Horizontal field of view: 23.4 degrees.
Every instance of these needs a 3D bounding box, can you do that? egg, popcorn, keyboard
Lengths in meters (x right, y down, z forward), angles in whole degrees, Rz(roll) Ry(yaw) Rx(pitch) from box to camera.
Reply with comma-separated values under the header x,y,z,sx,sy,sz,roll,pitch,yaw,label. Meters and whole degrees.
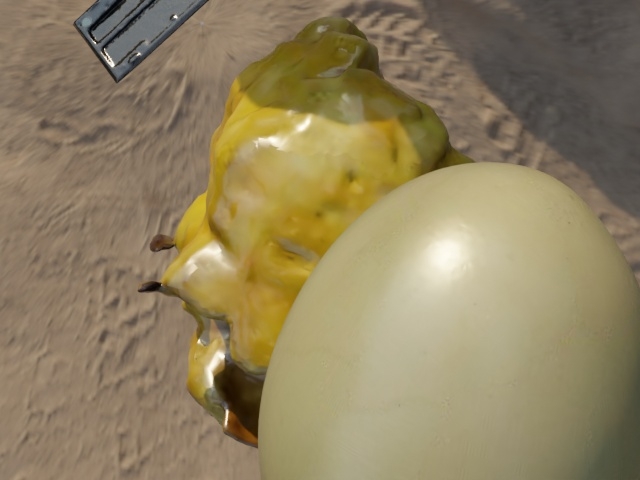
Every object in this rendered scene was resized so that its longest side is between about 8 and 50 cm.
x,y,z,sx,sy,sz,roll,pitch,yaw,label
0.064,0.080,0.728,0.186,0.186,0.241,4,114,-5,egg
0.002,0.004,0.933,0.191,0.190,0.253,28,90,-11,popcorn
-0.077,-0.189,1.014,0.198,0.010,0.063,-41,66,8,keyboard
